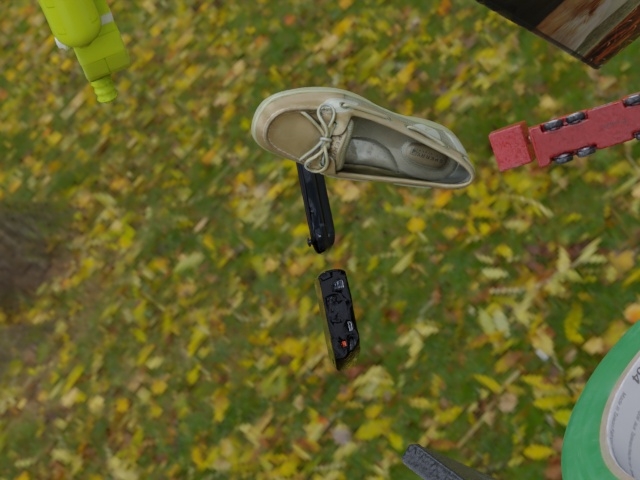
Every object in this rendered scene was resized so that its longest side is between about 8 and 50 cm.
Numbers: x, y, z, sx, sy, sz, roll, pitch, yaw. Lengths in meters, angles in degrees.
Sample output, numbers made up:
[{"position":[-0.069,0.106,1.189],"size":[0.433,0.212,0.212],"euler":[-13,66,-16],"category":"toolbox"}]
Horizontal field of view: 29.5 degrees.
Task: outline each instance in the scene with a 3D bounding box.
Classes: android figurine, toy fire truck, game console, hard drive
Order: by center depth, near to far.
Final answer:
[{"position":[-0.233,-0.251,1.072],"size":[0.056,0.273,0.248],"euler":[-22,38,-7],"category":"android figurine"},{"position":[0.146,0.224,1.075],"size":[0.094,0.135,0.022],"euler":[30,91,53],"category":"hard drive"},{"position":[0.278,-0.119,1.325],"size":[0.192,0.047,0.135],"euler":[-17,7,15],"category":"toy fire truck"},{"position":[0.000,0.000,1.678],"size":[0.044,0.361,0.213],"euler":[-11,-4,-3],"category":"game console"}]

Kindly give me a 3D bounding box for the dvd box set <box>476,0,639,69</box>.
[{"position":[0.242,-0.264,0.599],"size":[0.420,0.307,0.062],"euler":[-40,69,21],"category":"dvd box set"}]

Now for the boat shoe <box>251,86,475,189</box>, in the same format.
[{"position":[0.030,-0.064,0.818],"size":[0.048,0.153,0.056],"euler":[-119,46,-63],"category":"boat shoe"}]

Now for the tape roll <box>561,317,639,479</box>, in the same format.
[{"position":[0.346,0.132,0.983],"size":[0.321,0.077,0.321],"euler":[-39,17,14],"category":"tape roll"}]
